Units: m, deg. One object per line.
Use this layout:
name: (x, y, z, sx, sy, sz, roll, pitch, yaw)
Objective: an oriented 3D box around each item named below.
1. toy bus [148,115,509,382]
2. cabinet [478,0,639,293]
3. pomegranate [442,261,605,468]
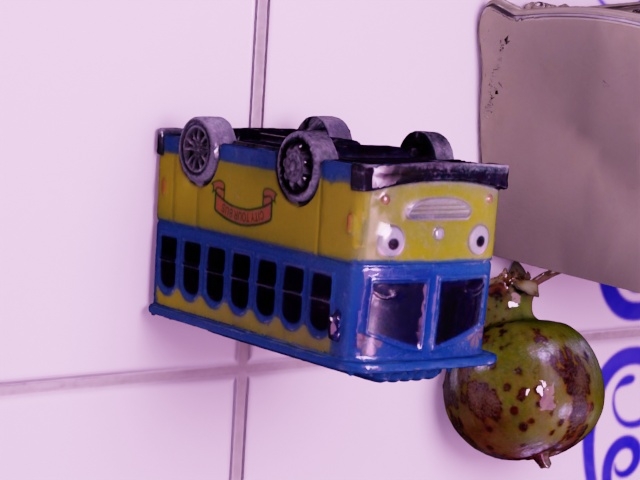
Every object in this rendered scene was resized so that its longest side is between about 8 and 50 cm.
toy bus: (0.000, 0.000, 1.471, 0.138, 0.287, 0.175, -1, 98, -35)
cabinet: (0.346, -0.100, 1.697, 0.318, 0.290, 0.227, -11, 105, -34)
pomegranate: (0.174, 0.109, 1.713, 0.148, 0.148, 0.169, -14, 100, -33)
